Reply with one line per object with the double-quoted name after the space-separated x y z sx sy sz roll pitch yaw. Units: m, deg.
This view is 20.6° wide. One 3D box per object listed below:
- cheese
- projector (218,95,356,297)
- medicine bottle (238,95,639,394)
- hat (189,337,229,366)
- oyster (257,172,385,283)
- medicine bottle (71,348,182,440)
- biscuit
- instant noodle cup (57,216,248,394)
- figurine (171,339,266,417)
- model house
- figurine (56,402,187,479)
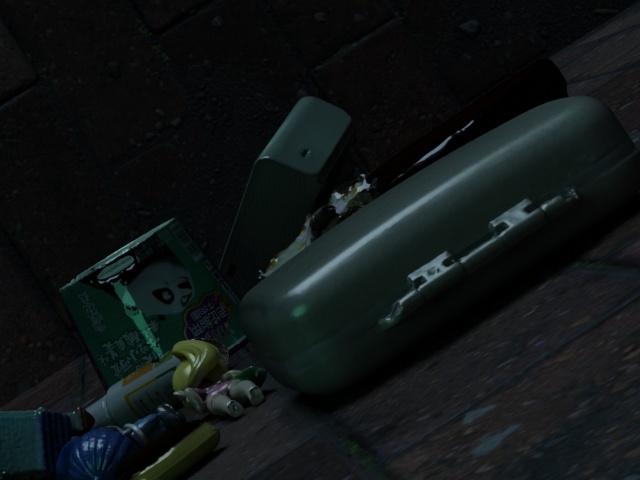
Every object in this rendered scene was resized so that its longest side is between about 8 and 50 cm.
-0.165 0.222 1.615 0.162 0.036 0.086 -36 9 -40 "cheese"
-0.045 -0.057 2.558 0.198 0.108 0.250 -60 -8 -54 "projector"
0.104 0.002 1.606 0.375 0.123 0.282 -34 3 -10 "medicine bottle"
-0.138 0.154 2.174 0.087 0.042 0.058 21 74 46 "hat"
0.006 0.006 2.273 0.198 0.092 0.259 -43 6 15 "oyster"
-0.223 0.194 2.142 0.221 0.061 0.092 -32 -1 24 "medicine bottle"
0.183 -0.112 2.509 0.407 0.091 0.407 -35 5 4 "biscuit"
-0.224 0.094 2.369 0.251 0.190 0.251 -32 5 3 "instant noodle cup"
-0.108 0.148 1.835 0.083 0.083 0.187 -33 14 -14 "figurine"
-0.337 0.256 2.091 0.149 0.119 0.148 -9 -24 -12 "model house"
-0.191 0.212 1.729 0.149 0.087 0.086 -18 -45 -52 "figurine"
